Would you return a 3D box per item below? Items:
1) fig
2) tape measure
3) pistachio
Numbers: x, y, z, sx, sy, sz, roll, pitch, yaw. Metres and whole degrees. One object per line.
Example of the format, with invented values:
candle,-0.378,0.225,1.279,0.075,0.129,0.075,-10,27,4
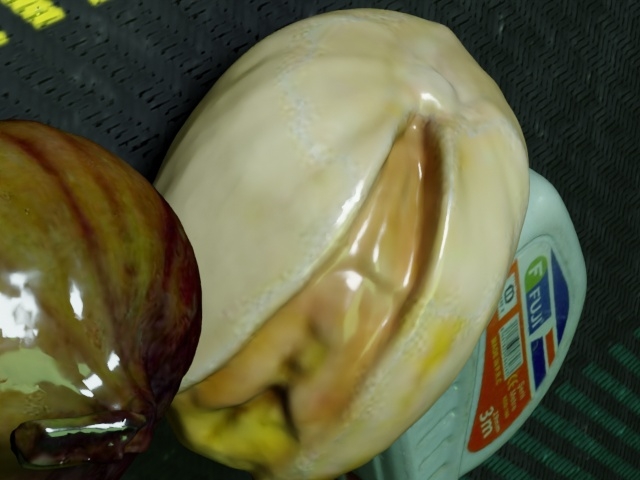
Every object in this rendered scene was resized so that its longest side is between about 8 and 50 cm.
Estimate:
fig,-0.166,0.055,0.967,0.235,0.214,0.235,12,90,-78
tape measure,0.080,0.066,1.352,0.246,0.125,0.243,-43,146,-25
pistachio,0.000,0.000,1.142,0.309,0.230,0.230,-60,145,0
